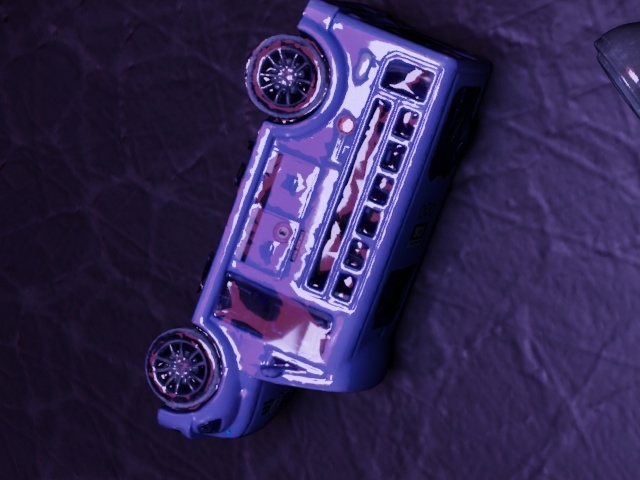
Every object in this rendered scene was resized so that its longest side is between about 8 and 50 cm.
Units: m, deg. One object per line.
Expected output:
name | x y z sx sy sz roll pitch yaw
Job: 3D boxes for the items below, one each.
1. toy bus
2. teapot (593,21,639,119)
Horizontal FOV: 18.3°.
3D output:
toy bus | 0.000 0.000 1.261 0.133 0.125 0.292 23 101 16
teapot | 0.207 -0.097 1.184 0.057 0.066 0.088 -36 98 8
